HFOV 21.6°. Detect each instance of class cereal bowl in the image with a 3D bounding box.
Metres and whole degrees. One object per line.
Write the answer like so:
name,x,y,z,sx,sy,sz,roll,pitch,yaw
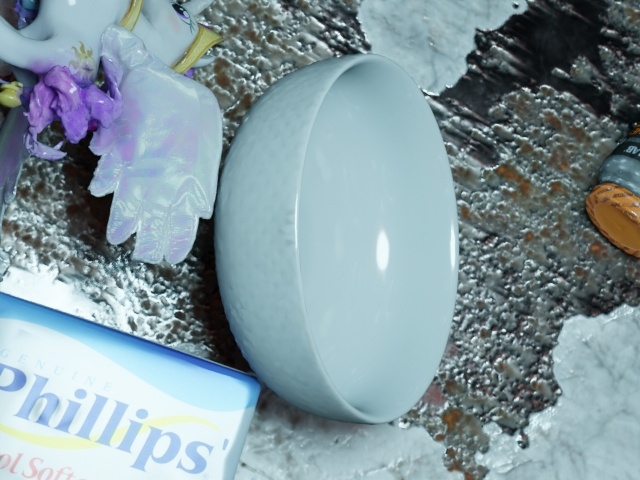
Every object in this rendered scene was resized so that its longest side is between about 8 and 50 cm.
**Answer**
cereal bowl,0.000,0.000,1.557,0.141,0.339,0.339,-3,78,28

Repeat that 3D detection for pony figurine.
pony figurine,-0.226,-0.164,1.500,0.363,0.302,0.351,44,56,-47

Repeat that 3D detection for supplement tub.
supplement tub,0.367,-0.078,1.727,0.117,0.117,0.190,45,73,-2

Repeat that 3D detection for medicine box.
medicine box,-0.227,0.226,1.515,0.263,0.149,0.289,19,77,-10
